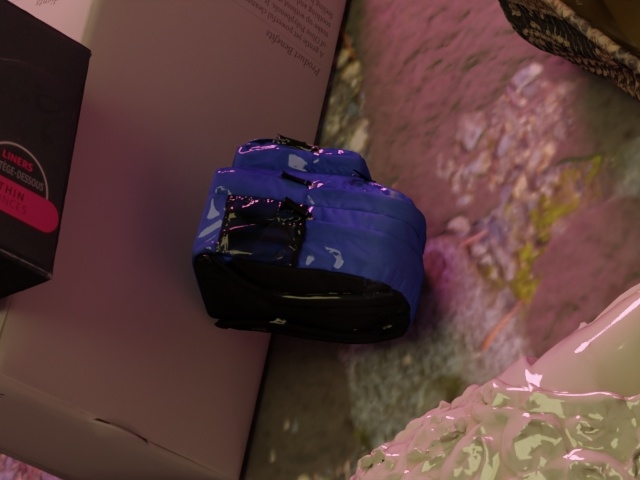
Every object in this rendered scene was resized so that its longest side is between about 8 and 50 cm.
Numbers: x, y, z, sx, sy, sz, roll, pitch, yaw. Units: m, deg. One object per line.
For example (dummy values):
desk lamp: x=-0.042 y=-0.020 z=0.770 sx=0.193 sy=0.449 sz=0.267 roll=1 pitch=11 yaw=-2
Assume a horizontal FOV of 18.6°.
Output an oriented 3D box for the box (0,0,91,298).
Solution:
box: x=-0.275 y=-0.038 z=1.043 sx=0.270 sy=0.165 sz=0.143 roll=-20 pitch=53 yaw=41

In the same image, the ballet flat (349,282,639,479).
ballet flat: x=0.191 y=0.079 z=0.823 sx=0.409 sy=0.147 sz=0.147 roll=-4 pitch=64 yaw=34

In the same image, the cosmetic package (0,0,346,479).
cosmetic package: x=-0.123 y=-0.052 z=1.174 sx=0.155 sy=0.197 sz=0.365 roll=-6 pitch=61 yaw=43

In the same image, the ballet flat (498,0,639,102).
ballet flat: x=0.204 y=-0.105 z=0.891 sx=0.164 sy=0.182 sz=0.483 roll=-55 pitch=41 yaw=3

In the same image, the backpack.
backpack: x=0.000 y=0.000 z=1.075 sx=0.120 sy=0.098 sz=0.101 roll=11 pitch=71 yaw=10
